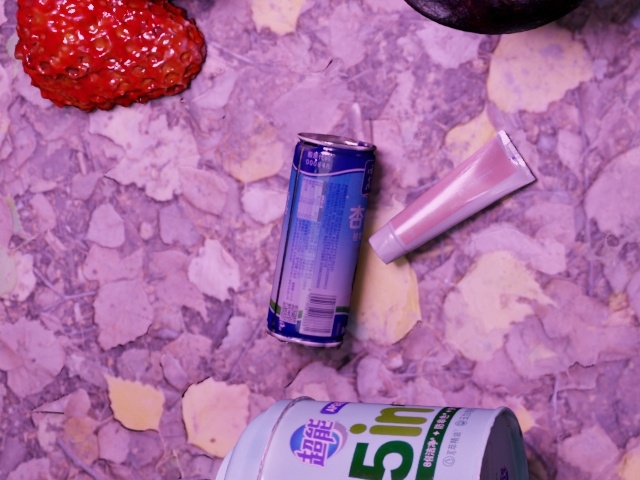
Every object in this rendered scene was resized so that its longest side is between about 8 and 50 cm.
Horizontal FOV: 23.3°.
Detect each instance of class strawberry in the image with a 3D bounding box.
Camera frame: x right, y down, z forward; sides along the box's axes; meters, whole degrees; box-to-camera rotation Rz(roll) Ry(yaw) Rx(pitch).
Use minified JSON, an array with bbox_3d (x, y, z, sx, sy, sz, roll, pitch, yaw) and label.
[{"bbox_3d":[-0.260,-0.240,1.834,0.236,0.111,0.190,14,98,17],"label":"strawberry"}]

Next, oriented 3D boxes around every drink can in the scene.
[{"bbox_3d":[0.000,0.000,1.774,0.097,0.097,0.235,11,99,18],"label":"drink can"}]

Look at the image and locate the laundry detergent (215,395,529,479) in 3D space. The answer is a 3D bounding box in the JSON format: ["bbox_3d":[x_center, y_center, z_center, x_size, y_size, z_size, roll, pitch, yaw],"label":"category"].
[{"bbox_3d":[0.050,0.316,1.685,0.305,0.287,0.287,1,96,19],"label":"laundry detergent"}]

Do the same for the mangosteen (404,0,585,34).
[{"bbox_3d":[0.183,-0.345,1.578,0.288,0.288,0.288,2,96,19],"label":"mangosteen"}]

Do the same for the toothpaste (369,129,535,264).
[{"bbox_3d":[0.143,-0.043,1.750,0.194,0.043,0.067,-34,81,13],"label":"toothpaste"}]
